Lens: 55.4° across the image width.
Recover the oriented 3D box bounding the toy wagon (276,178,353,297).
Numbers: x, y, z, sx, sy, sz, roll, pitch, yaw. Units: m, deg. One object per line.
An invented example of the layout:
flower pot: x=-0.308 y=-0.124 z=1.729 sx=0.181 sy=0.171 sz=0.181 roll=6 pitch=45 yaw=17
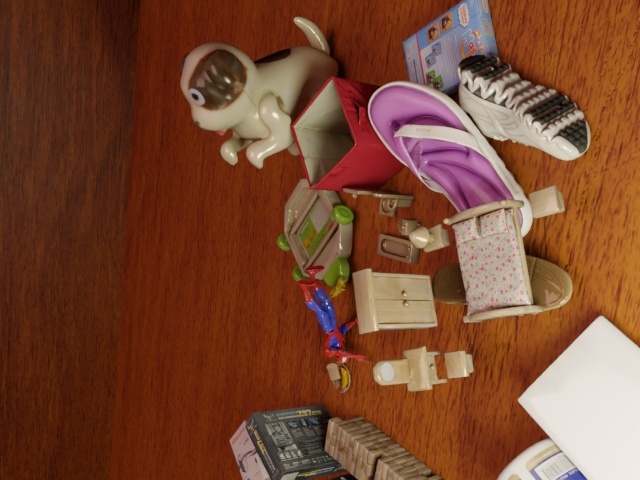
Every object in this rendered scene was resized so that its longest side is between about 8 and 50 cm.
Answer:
toy wagon: x=0.000 y=0.000 z=1.614 sx=0.267 sy=0.068 sz=0.344 roll=-56 pitch=49 yaw=39

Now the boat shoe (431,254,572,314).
boat shoe: x=0.342 y=0.084 z=1.136 sx=0.285 sy=0.089 sz=0.105 roll=1 pitch=76 yaw=51

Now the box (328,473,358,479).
box: x=0.080 y=0.696 z=1.498 sx=0.147 sy=0.077 sz=0.180 roll=22 pitch=108 yaw=53

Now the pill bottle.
pill bottle: x=0.415 y=0.462 z=0.965 sx=0.265 sy=0.153 sz=0.153 roll=52 pitch=130 yaw=41

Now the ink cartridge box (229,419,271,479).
ink cartridge box: x=-0.196 y=0.664 z=1.881 sx=0.140 sy=0.082 sz=0.191 roll=-57 pitch=49 yaw=37

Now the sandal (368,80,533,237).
sandal: x=0.234 y=-0.158 z=1.164 sx=0.416 sy=0.102 sz=0.169 roll=46 pitch=131 yaw=19

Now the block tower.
block tower: x=0.146 y=0.519 z=1.395 sx=0.335 sy=0.097 sz=0.091 roll=24 pitch=109 yaw=50

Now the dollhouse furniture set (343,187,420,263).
dollhouse furniture set: x=0.135 y=-0.034 z=1.375 sx=0.144 sy=0.123 sz=0.151 roll=17 pitch=104 yaw=53

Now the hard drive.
hard drive: x=0.477 y=0.292 z=0.926 sx=0.203 sy=0.040 sz=0.307 roll=-52 pitch=47 yaw=16

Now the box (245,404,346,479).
box: x=-0.051 y=0.512 z=1.547 sx=0.183 sy=0.232 sz=0.059 roll=52 pitch=124 yaw=40

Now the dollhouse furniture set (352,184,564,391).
dollhouse furniture set: x=0.239 y=0.094 z=1.042 sx=0.355 sy=0.173 sz=0.303 roll=-22 pitch=69 yaw=49

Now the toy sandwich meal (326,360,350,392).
toy sandwich meal: x=0.046 y=0.354 z=1.583 sx=0.085 sy=0.029 sz=0.086 roll=1 pitch=91 yaw=54

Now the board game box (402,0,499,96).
board game box: x=0.265 y=-0.386 z=1.263 sx=0.211 sy=0.039 sz=0.160 roll=-21 pitch=74 yaw=53

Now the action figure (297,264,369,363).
action figure: x=0.051 y=0.198 z=1.493 sx=0.139 sy=0.091 sz=0.280 roll=0 pitch=124 yaw=27

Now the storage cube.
storage cube: x=0.079 y=-0.233 z=1.394 sx=0.215 sy=0.193 sz=0.184 roll=-41 pitch=58 yaw=46

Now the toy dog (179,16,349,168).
toy dog: x=-0.143 y=-0.365 z=1.517 sx=0.284 sy=0.408 sz=0.395 roll=35 pitch=119 yaw=48

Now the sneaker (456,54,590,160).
sneaker: x=0.357 y=-0.224 z=1.101 sx=0.292 sy=0.110 sz=0.118 roll=50 pitch=152 yaw=36
